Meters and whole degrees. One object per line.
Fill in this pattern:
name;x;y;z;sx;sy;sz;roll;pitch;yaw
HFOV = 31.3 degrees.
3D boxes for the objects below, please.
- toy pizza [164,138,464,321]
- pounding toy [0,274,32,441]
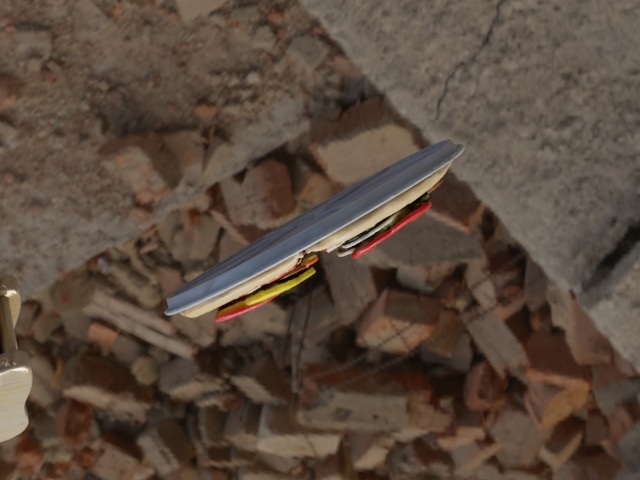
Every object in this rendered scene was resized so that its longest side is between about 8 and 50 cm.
toy pizza;0.000;0.000;0.678;0.201;0.201;0.032;-28;94;23
pounding toy;-0.339;0.072;0.798;0.270;0.155;0.154;-16;147;-4
